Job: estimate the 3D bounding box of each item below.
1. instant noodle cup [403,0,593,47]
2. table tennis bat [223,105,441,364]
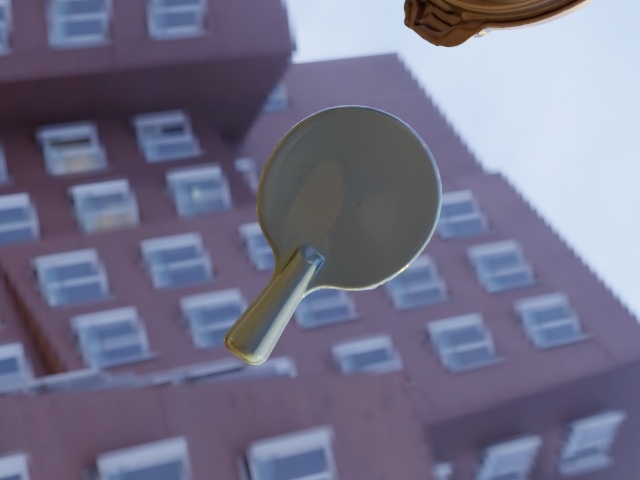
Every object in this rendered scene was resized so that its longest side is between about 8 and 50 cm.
[{"bbox_3d":[0.126,-0.310,1.422,0.258,0.181,0.302,25,-95,42],"label":"instant noodle cup"},{"bbox_3d":[0.000,0.000,1.601,0.244,0.153,0.040,-55,-176,5],"label":"table tennis bat"}]
